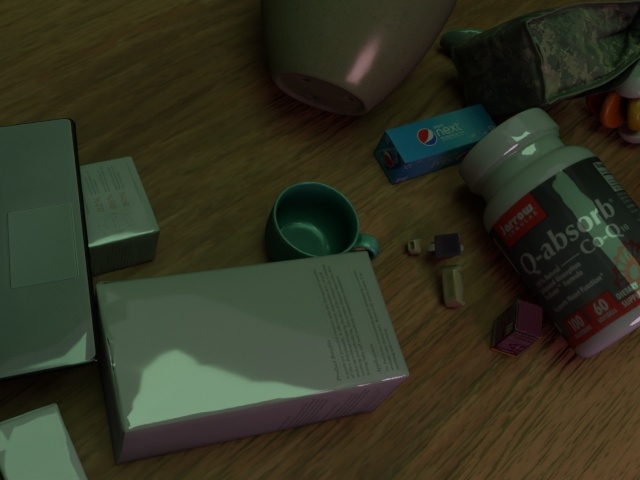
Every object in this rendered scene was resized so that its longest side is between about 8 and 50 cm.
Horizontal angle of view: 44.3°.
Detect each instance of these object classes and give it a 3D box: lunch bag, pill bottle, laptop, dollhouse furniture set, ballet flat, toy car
[{"bbox_3d":[0.417,-0.324,1.378,0.287,0.235,0.169,-22,100,-21],"label":"lunch bag"},{"bbox_3d":[0.390,-0.016,1.242,0.210,0.210,0.363,-24,70,-28],"label":"pill bottle"},{"bbox_3d":[-0.482,-0.042,0.856,0.407,0.236,0.382,-10,57,-11],"label":"laptop"},{"bbox_3d":[0.197,0.051,1.261,0.081,0.091,0.114,6,77,-61],"label":"dollhouse furniture set"},{"bbox_3d":[0.332,-0.356,1.504,0.213,0.072,0.068,3,64,-17],"label":"ballet flat"},{"bbox_3d":[0.587,-0.286,1.519,0.136,0.159,0.182,8,50,31],"label":"toy car"}]

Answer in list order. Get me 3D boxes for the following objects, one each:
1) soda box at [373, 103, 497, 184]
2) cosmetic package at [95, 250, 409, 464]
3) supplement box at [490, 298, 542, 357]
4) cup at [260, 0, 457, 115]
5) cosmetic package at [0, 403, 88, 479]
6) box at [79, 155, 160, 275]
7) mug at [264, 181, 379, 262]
[{"bbox_3d":[0.202,-0.168,1.353,0.210,0.067,0.071,-19,68,-27],"label":"soda box"},{"bbox_3d":[-0.096,0.145,1.023,0.365,0.155,0.197,-6,63,-20],"label":"cosmetic package"},{"bbox_3d":[0.298,0.135,1.199,0.043,0.083,0.055,20,58,-6],"label":"supplement box"},{"bbox_3d":[0.037,-0.345,1.287,0.331,0.331,0.237,19,84,-7],"label":"cup"},{"bbox_3d":[-0.295,0.313,0.885,0.085,0.117,0.231,-19,70,-27],"label":"cosmetic package"},{"bbox_3d":[-0.326,-0.026,1.085,0.170,0.091,0.130,-15,67,-25],"label":"box"},{"bbox_3d":[-0.009,0.001,1.169,0.129,0.097,0.158,-36,77,-32],"label":"mug"}]
